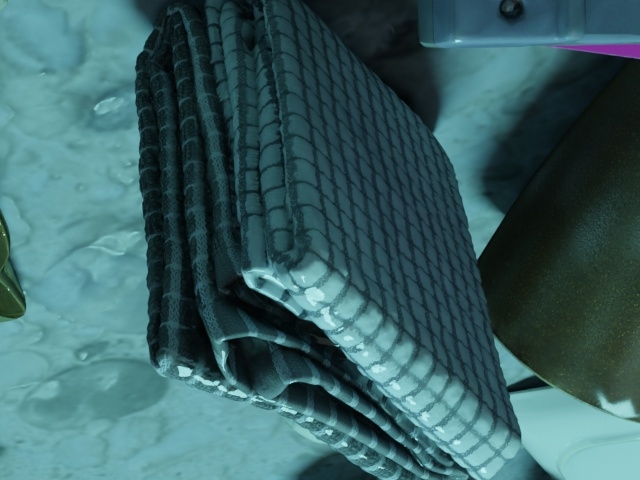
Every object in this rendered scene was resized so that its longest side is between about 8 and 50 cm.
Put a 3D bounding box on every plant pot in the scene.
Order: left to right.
[{"bbox_3d":[0.243,-0.030,0.926,0.215,0.215,0.230,8,123,-20],"label":"plant pot"}]

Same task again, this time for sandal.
[{"bbox_3d":[-0.245,0.005,0.954,0.072,0.049,0.180,-3,153,-2],"label":"sandal"}]

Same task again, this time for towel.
[{"bbox_3d":[0.000,0.000,0.822,0.121,0.284,0.235,-30,134,21],"label":"towel"}]

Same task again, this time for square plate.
[{"bbox_3d":[0.375,0.219,1.254,0.344,0.049,0.347,-13,139,25],"label":"square plate"}]

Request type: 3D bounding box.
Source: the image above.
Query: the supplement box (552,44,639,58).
[{"bbox_3d":[0.204,-0.178,0.799,0.220,0.111,0.114,5,135,-19],"label":"supplement box"}]

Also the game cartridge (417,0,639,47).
[{"bbox_3d":[0.219,-0.215,0.692,0.355,0.068,0.230,-4,100,-17],"label":"game cartridge"}]

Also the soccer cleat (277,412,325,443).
[{"bbox_3d":[0.055,0.137,1.159,0.196,0.076,0.068,2,98,-35],"label":"soccer cleat"}]

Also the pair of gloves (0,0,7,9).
[{"bbox_3d":[-0.233,-0.210,0.718,0.204,0.042,0.240,1,138,-15],"label":"pair of gloves"}]
